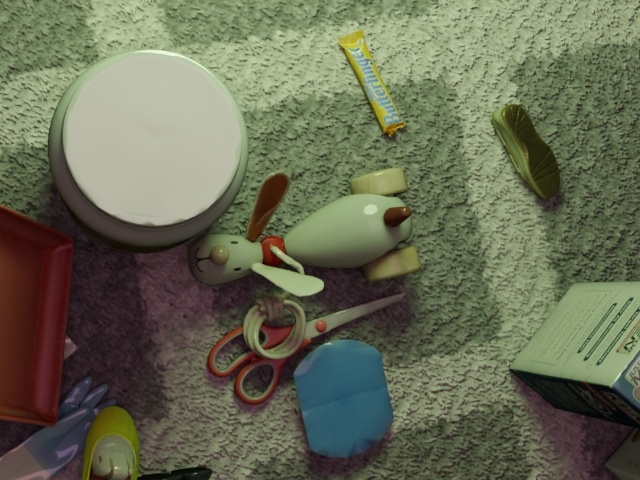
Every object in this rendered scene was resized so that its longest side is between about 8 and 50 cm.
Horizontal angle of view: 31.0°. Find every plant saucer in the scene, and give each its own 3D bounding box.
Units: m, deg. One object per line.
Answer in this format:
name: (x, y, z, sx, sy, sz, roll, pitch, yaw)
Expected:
plant saucer: (-0.402, 0.093, 1.437, 0.048, 0.258, 0.259, -1, 77, 19)

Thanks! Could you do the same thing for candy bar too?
candy bar: (0.077, -0.230, 1.686, 0.040, 0.018, 0.161, -26, 91, -11)

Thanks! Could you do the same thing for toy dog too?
toy dog: (0.000, 0.000, 1.579, 0.334, 0.161, 0.220, -33, 87, -13)

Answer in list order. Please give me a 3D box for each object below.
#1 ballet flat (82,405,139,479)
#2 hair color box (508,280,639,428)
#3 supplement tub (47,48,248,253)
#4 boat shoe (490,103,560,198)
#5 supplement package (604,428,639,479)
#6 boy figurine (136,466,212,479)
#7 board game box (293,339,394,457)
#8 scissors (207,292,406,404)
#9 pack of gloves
ballet flat: (-0.276, 0.328, 1.504, 0.077, 0.077, 0.231, 16, 69, -20)
hair color box: (0.401, 0.150, 1.561, 0.105, 0.347, 0.174, 40, 81, -7)
supplement tub: (-0.219, -0.108, 1.461, 0.241, 0.331, 0.241, 1, 87, -11)
boat shoe: (0.304, -0.131, 1.717, 0.056, 0.048, 0.153, -38, 101, -23)
supplement package: (0.565, 0.295, 1.691, 0.134, 0.139, 0.244, 46, 79, -7)
boy figurine: (-0.193, 0.454, 1.553, 0.177, 0.092, 0.285, -2, 84, -30)
board game box: (0.030, 0.222, 1.644, 0.133, 0.033, 0.168, -15, 98, -18)
scissors: (-0.021, 0.121, 1.646, 0.297, 0.021, 0.109, -35, 92, -9)
pack of gloves: (-0.394, 0.234, 1.528, 0.232, 0.046, 0.195, -43, 108, -19)
